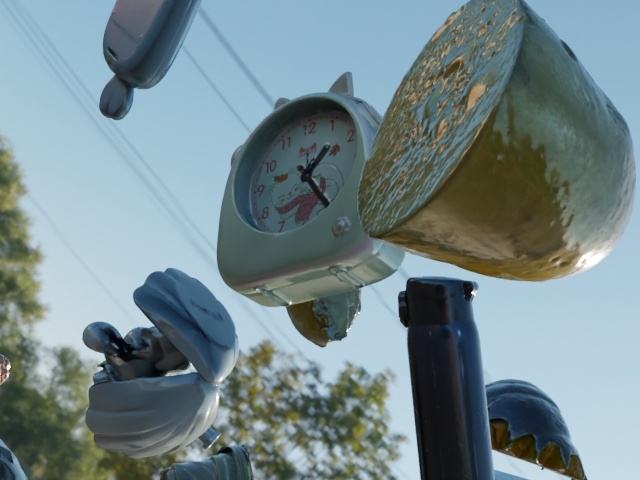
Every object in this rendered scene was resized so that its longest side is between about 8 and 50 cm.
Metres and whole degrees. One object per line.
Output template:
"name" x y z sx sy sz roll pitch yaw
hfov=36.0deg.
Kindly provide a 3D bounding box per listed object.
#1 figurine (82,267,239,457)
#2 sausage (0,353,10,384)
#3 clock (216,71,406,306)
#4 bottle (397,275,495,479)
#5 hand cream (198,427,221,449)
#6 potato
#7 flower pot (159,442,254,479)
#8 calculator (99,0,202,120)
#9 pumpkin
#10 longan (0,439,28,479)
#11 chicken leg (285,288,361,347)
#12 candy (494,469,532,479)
"figurine" -0.091 0.069 0.530 0.094 0.086 0.082 33 22 -45
"sausage" -0.691 0.244 1.742 0.289 0.086 0.086 -7 -43 13
"clock" -0.008 -0.080 1.374 0.265 0.324 0.108 -15 -33 32
"bottle" 0.121 0.155 0.946 0.082 0.244 0.072 -6 -5 23
"hand cream" -0.215 0.232 1.415 0.170 0.043 0.065 42 -63 5
"potato" 0.129 -0.049 0.639 0.158 0.178 0.203 29 -1 -18
"flower pot" -0.201 0.453 1.649 0.140 0.235 0.235 9 -13 -17
"calculator" -0.180 -0.273 1.101 0.042 0.303 0.188 22 12 -34
"pumpkin" 0.313 0.276 1.554 0.254 0.149 0.130 15 -21 24
"longan" -0.561 0.408 1.295 0.391 0.391 0.391 40 -22 20
"chicken leg" 0.000 0.000 1.973 0.152 0.429 0.201 -5 -8 25
"candy" 0.200 0.281 1.013 0.194 0.062 0.097 15 2 11
